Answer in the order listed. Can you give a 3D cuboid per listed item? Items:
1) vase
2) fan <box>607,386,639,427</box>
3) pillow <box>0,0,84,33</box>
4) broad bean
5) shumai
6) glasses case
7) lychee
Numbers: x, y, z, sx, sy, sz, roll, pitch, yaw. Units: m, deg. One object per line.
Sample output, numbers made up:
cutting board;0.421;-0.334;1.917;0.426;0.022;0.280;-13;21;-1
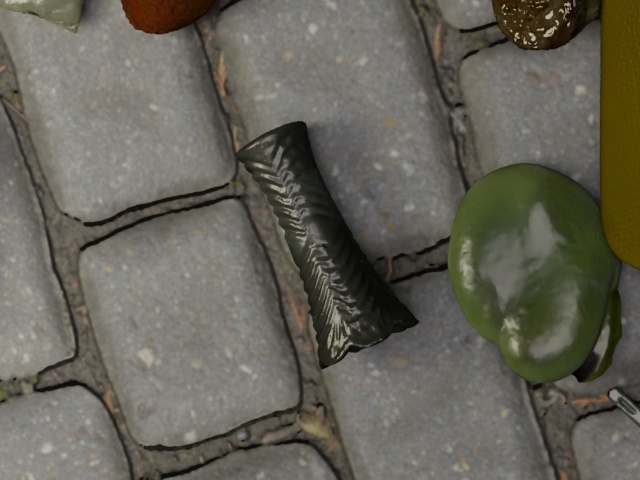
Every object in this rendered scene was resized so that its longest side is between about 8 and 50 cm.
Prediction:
vase;0.000;0.000;1.848;0.115;0.115;0.237;-26;86;13
fan;0.409;0.286;1.833;0.294;0.012;0.223;13;99;10
pillow;-0.341;-0.312;1.916;0.230;0.050;0.148;13;102;7
broad bean;0.217;0.035;1.807;0.169;0.100;0.228;-33;86;6
shumai;0.232;-0.242;1.786;0.105;0.139;0.123;40;135;-24
glasses case;0.362;-0.154;1.717;0.141;0.173;0.371;-7;101;-31
lychee;-0.156;-0.272;1.846;0.114;0.101;0.140;29;137;7
